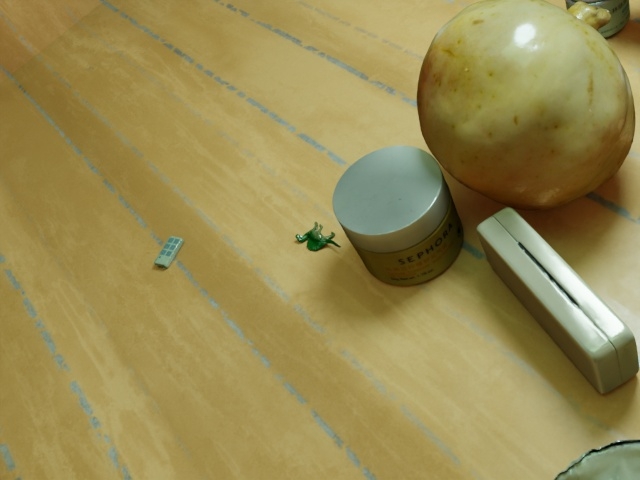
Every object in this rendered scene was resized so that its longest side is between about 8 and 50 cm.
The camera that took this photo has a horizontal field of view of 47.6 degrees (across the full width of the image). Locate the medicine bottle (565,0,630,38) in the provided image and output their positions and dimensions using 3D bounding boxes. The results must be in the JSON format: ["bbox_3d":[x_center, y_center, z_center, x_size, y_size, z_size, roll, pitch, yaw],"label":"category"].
[{"bbox_3d":[0.605,-0.545,1.594,0.135,0.168,0.135,-15,49,17],"label":"medicine bottle"}]

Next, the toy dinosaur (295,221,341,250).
[{"bbox_3d":[0.000,0.000,1.577,0.119,0.029,0.060,31,88,35],"label":"toy dinosaur"}]

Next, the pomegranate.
[{"bbox_3d":[0.377,-0.266,1.331,0.411,0.411,0.411,-14,49,17],"label":"pomegranate"}]

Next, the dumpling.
[{"bbox_3d":[0.418,0.347,0.990,0.247,0.173,0.142,-11,20,12],"label":"dumpling"}]

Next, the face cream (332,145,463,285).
[{"bbox_3d":[0.155,-0.046,1.421,0.218,0.179,0.218,-14,49,17],"label":"face cream"}]

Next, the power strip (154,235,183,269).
[{"bbox_3d":[-0.363,0.028,1.740,0.040,0.016,0.090,10,59,32],"label":"power strip"}]

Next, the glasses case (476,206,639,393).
[{"bbox_3d":[0.390,0.092,1.218,0.076,0.144,0.336,-33,48,1],"label":"glasses case"}]
